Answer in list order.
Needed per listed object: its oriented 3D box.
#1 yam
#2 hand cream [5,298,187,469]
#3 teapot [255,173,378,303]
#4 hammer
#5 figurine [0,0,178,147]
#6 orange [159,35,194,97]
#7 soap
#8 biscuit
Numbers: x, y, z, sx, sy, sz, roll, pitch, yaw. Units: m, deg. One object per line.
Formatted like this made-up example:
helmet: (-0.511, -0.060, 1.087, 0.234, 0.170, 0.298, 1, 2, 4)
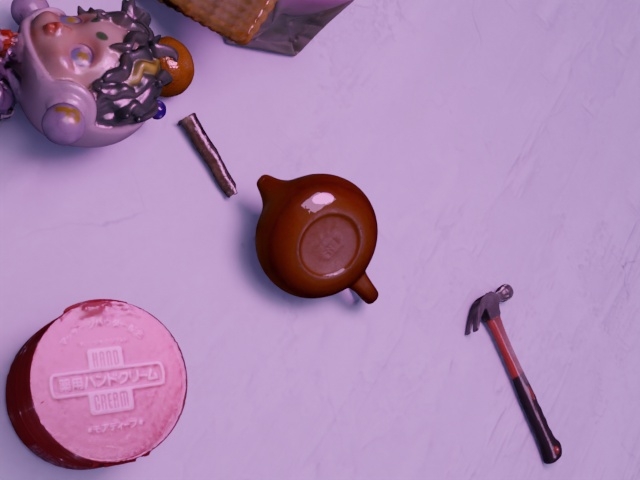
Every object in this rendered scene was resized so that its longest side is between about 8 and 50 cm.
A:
yam: (-0.158, -0.118, 1.361, 0.129, 0.033, 0.027, 61, 27, -6)
hand cream: (-0.265, 0.172, 1.130, 0.193, 0.125, 0.193, 12, 67, -30)
teapot: (0.000, 0.000, 1.367, 0.178, 0.135, 0.252, -43, 121, -2)
hammer: (0.318, 0.218, 1.539, 0.111, 0.033, 0.287, -22, 86, -36)
figurine: (-0.363, -0.208, 1.170, 0.382, 0.186, 0.261, -4, 65, -27)
orange: (-0.214, -0.241, 1.335, 0.085, 0.085, 0.085, 11, 68, -29)
soap: (-0.056, -0.405, 1.426, 0.139, 0.182, 0.199, 3, 72, -31)
biscuit: (-0.154, -0.386, 1.333, 0.255, 0.029, 0.172, 33, 90, 24)
